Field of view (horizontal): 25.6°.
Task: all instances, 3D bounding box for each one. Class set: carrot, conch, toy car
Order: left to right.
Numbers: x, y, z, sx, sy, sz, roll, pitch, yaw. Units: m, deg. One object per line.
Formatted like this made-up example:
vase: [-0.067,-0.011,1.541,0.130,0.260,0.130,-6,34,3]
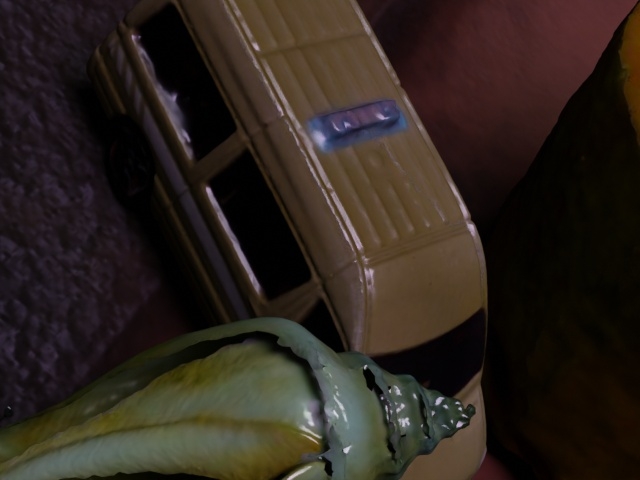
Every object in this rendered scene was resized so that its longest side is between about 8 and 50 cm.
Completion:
conch: [-0.041,0.079,0.522,0.200,0.079,0.095,-23,39,-9]
toy car: [0.000,0.000,0.616,0.101,0.124,0.257,-19,77,-41]
carrot: [0.220,-0.003,0.674,0.241,0.341,0.241,15,45,-15]
